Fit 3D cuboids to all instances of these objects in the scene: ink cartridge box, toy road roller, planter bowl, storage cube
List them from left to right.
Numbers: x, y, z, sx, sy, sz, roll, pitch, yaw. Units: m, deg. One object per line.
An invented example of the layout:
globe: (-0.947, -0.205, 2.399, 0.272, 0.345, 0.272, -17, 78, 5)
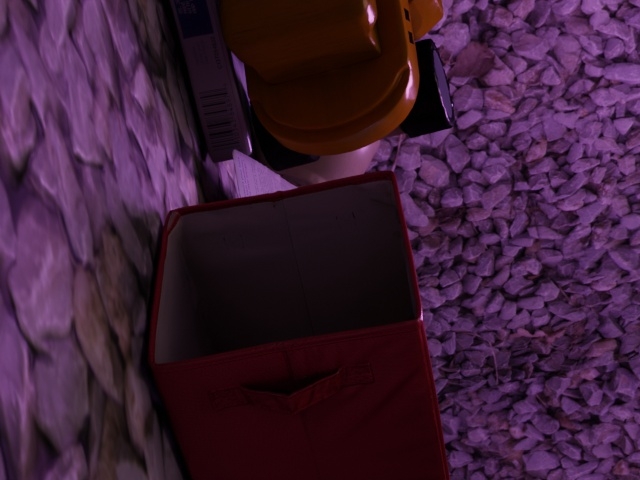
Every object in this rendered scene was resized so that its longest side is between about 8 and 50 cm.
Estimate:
ink cartridge box: (-0.112, -0.223, 1.192, 0.224, 0.045, 0.223, -93, 172, -63)
storage cube: (-0.011, 0.090, 0.877, 0.215, 0.183, 0.193, -95, 173, -55)
planter bowl: (-0.016, -0.106, 1.507, 0.162, 0.162, 0.109, 70, 37, -61)
toy road roller: (0.003, -0.243, 1.159, 0.240, 0.202, 0.330, 42, 37, -66)

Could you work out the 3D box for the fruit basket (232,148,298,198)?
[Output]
fruit basket: (-0.014, 0.099, 1.235, 0.353, 0.165, 0.327, 18, 59, -66)
